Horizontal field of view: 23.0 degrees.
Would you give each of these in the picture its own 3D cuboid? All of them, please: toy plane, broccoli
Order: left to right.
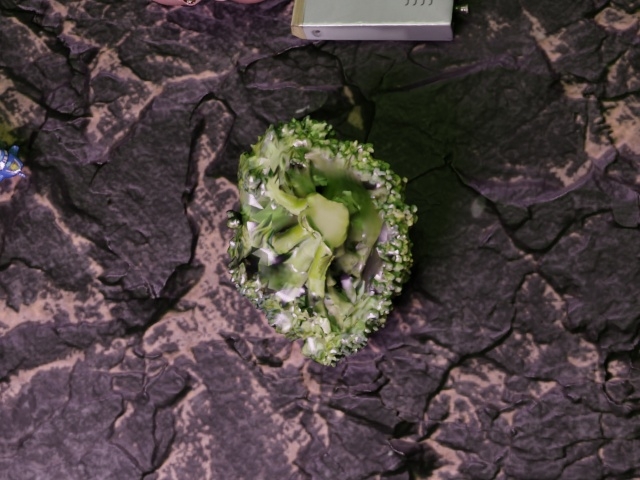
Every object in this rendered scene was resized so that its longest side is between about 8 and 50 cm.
[{"bbox_3d":[-0.406,-0.107,1.812,0.167,0.062,0.054,20,73,30],"label":"toy plane"},{"bbox_3d":[0.000,0.002,1.617,0.197,0.176,0.226,3,52,5],"label":"broccoli"}]

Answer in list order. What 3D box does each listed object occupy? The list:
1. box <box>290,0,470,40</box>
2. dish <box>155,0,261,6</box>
[{"bbox_3d":[0.079,-0.354,1.819,0.210,0.045,0.270,1,67,12],"label":"box"},{"bbox_3d":[-0.121,-0.336,1.830,0.213,0.090,0.213,-5,64,9],"label":"dish"}]
